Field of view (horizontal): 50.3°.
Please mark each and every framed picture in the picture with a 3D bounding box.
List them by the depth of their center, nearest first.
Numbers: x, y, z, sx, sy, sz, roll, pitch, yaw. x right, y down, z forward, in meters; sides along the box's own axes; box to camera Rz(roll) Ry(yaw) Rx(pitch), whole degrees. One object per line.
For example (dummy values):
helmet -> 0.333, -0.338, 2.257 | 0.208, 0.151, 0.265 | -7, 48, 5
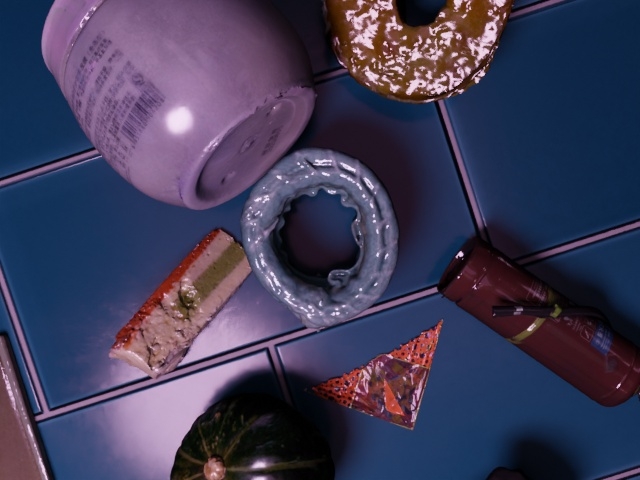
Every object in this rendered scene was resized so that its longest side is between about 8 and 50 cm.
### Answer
framed picture -> -0.561, 0.291, 0.964 | 0.324, 0.020, 0.240 | -19, 91, 1

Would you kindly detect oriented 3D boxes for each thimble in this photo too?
thimble -> 0.000, 0.000, 0.891 | 0.199, 0.143, 0.235 | 1, 91, 2

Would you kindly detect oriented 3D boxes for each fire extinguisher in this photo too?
fire extinguisher -> 0.320, 0.130, 0.900 | 0.341, 0.141, 0.105 | 34, 119, 0

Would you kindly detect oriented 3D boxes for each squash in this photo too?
squash -> -0.087, 0.302, 0.877 | 0.218, 0.218, 0.172 | -50, 129, 1

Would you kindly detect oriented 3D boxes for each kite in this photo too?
kite -> 0.103, 0.215, 0.964 | 0.222, 0.008, 0.125 | -28, 94, 2

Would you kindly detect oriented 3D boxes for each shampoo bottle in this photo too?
shampoo bottle -> -0.165, -0.198, 0.823 | 0.273, 0.273, 0.266 | -42, 82, 1

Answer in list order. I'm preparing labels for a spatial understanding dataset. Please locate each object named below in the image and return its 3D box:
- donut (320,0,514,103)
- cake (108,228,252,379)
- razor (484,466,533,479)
donut -> 0.131, -0.316, 0.874 | 0.272, 0.107, 0.272 | 7, 111, 20
cake -> -0.192, 0.098, 0.947 | 0.086, 0.117, 0.220 | 39, 59, -3
razor -> 0.180, 0.441, 0.889 | 0.327, 0.189, 0.107 | -40, 47, -2
